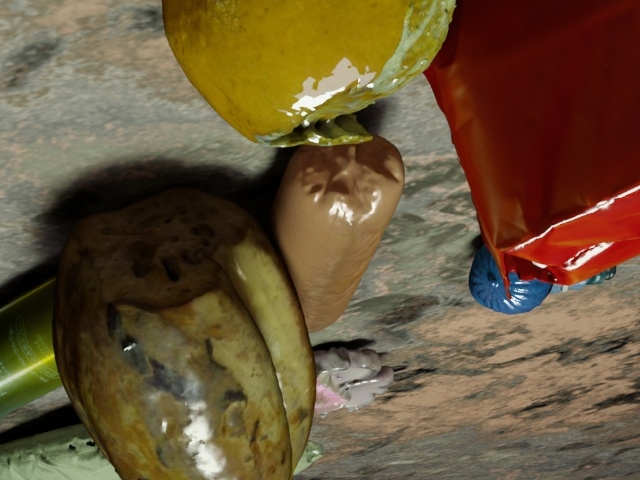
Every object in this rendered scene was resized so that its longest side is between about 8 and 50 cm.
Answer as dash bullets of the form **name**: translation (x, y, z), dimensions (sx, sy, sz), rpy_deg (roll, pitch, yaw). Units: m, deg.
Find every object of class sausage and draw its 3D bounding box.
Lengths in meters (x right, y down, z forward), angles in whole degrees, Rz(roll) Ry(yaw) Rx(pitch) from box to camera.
- **sausage**: translation (-0.001, 0.000, 1.139), dimensions (0.086, 0.086, 0.289), rpy_deg (-10, 161, -13)

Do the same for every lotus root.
- **lotus root**: translation (-0.087, 0.109, 1.109), dimensions (0.193, 0.193, 0.291), rpy_deg (-13, 129, -4)

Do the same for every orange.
- **orange**: translation (-0.004, -0.113, 0.761), dimensions (0.157, 0.134, 0.156), rpy_deg (-1, 169, 0)

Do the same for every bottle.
- **bottle**: translation (-0.279, 0.109, 1.246), dimensions (0.286, 0.082, 0.082), rpy_deg (-28, 157, 33)

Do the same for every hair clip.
- **hair clip**: translation (-0.028, 0.154, 1.564), dimensions (0.173, 0.069, 0.300), rpy_deg (-15, 173, 14)

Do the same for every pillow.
- **pillow**: translation (-0.186, 0.240, 1.630), dimensions (0.281, 0.076, 0.274), rpy_deg (-12, 163, 34)

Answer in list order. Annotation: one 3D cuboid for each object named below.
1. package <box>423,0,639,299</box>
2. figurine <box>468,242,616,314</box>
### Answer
- **package**: translation (0.235, -0.131, 0.784), dimensions (0.424, 0.196, 0.123), rpy_deg (-25, 157, 24)
- **figurine**: translation (0.203, 0.027, 1.383), dimensions (0.149, 0.087, 0.086), rpy_deg (-6, 122, -25)
